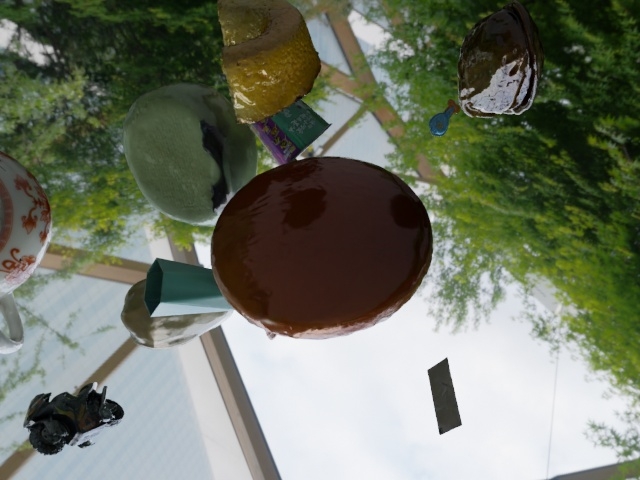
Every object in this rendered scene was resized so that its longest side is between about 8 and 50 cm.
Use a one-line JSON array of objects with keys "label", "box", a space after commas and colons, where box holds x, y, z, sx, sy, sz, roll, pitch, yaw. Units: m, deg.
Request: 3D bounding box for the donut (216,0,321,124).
[{"label": "donut", "box": [-0.079, -0.300, 0.713, 0.152, 0.101, 0.259, -13, -131, -3]}]

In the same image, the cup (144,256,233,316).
[{"label": "cup", "box": [-0.326, 0.126, 1.215, 0.236, 0.148, 0.134, 6, -125, -36]}]

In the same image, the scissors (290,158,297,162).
[{"label": "scissors", "box": [-0.027, -0.117, 1.194, 0.027, 0.101, 0.204, -26, -115, 0]}]

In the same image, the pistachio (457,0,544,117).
[{"label": "pistachio", "box": [0.281, -0.280, 0.729, 0.131, 0.210, 0.165, -33, -109, -11]}]

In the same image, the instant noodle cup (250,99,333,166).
[{"label": "instant noodle cup", "box": [-0.111, -0.392, 1.603, 0.190, 0.251, 0.251, 46, -136, -9]}]

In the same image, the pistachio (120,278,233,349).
[{"label": "pistachio", "box": [-0.529, 0.259, 1.709, 0.445, 0.365, 0.281, 10, -116, -55]}]

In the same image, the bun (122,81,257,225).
[{"label": "bun", "box": [-0.245, -0.183, 0.944, 0.293, 0.293, 0.187, 16, -149, 16]}]

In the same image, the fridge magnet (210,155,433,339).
[{"label": "fridge magnet", "box": [0.000, 0.000, 0.757, 0.364, 0.155, 0.363, -4, -128, 5]}]

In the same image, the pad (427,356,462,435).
[{"label": "pad", "box": [0.346, 0.435, 1.285, 0.006, 0.113, 0.187, 9, -128, -18]}]

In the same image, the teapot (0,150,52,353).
[{"label": "teapot", "box": [-0.340, -0.003, 0.439, 0.159, 0.116, 0.245, -32, -99, -27]}]

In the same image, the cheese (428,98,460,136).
[{"label": "cheese", "box": [0.279, -0.275, 1.034, 0.111, 0.047, 0.017, -50, -164, -20]}]

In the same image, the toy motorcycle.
[{"label": "toy motorcycle", "box": [-0.653, 0.457, 1.205, 0.173, 0.108, 0.307, 38, -177, 12]}]
